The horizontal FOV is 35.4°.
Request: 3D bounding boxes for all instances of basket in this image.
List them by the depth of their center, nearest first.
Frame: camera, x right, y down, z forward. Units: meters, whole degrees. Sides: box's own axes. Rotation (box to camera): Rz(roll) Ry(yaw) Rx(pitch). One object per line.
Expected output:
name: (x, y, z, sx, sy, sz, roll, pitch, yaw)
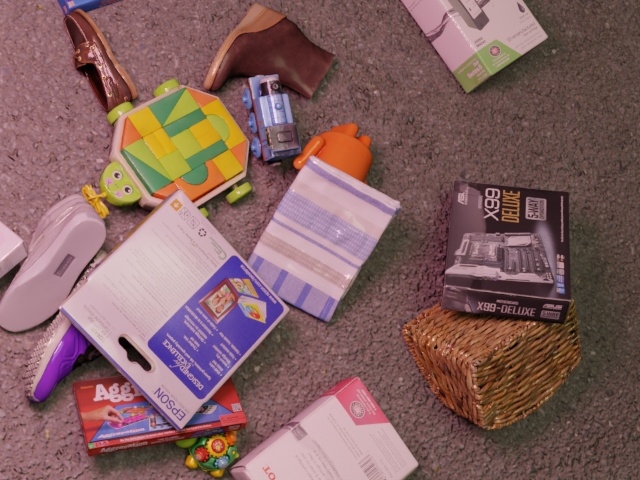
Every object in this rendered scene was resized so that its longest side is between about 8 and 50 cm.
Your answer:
basket: (0.355, 0.228, 2.053, 0.299, 0.223, 0.213, -30, 121, -26)

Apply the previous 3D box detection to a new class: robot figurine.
robot figurine: (0.023, -0.130, 1.998, 0.128, 0.158, 0.219, 17, 67, 15)

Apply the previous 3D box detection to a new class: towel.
towel: (0.000, 0.000, 1.925, 0.209, 0.034, 0.285, 29, 100, -12)

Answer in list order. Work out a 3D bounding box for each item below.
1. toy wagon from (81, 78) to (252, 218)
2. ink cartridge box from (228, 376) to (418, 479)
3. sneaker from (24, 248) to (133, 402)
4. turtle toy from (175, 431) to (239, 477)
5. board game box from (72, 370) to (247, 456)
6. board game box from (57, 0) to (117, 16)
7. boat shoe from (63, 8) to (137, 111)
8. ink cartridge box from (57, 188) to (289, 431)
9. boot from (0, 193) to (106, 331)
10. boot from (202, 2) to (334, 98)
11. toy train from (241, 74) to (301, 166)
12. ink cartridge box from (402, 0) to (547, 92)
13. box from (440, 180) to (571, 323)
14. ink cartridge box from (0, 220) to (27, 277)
toy wagon: (-0.290, -0.149, 1.888, 0.344, 0.068, 0.267, -36, 90, -38)
ink cartridge box: (0.004, 0.418, 1.845, 0.283, 0.117, 0.207, -34, 90, -26)
sneaker: (-0.399, 0.169, 1.761, 0.146, 0.102, 0.293, 33, 68, -17)
turtle toy: (-0.205, 0.367, 1.803, 0.130, 0.066, 0.095, 23, 68, -14)
board game box: (-0.284, 0.293, 1.776, 0.281, 0.027, 0.145, -6, 45, -23)
board game box: (-0.437, -0.545, 1.970, 0.210, 0.047, 0.160, -27, 87, -27)
boat shoe: (-0.431, -0.341, 1.902, 0.073, 0.073, 0.207, -34, 90, -28)
ink cartridge box: (-0.256, 0.121, 1.768, 0.303, 0.072, 0.307, 49, 66, -12)
boot: (-0.482, 0.036, 1.773, 0.258, 0.123, 0.095, -47, 128, 3)
boot: (-0.101, -0.351, 2.027, 0.207, 0.090, 0.248, 35, 62, -7)
toy train: (-0.095, -0.237, 1.947, 0.080, 0.105, 0.184, -10, 90, -25)
ink cartridge box: (0.340, -0.499, 2.232, 0.198, 0.115, 0.272, -35, 91, -26)
box: (0.375, 0.017, 2.019, 0.243, 0.076, 0.307, 7, 46, 6)
ink cartridge box: (-0.644, 0.034, 1.688, 0.189, 0.066, 0.232, 36, 60, 17)
